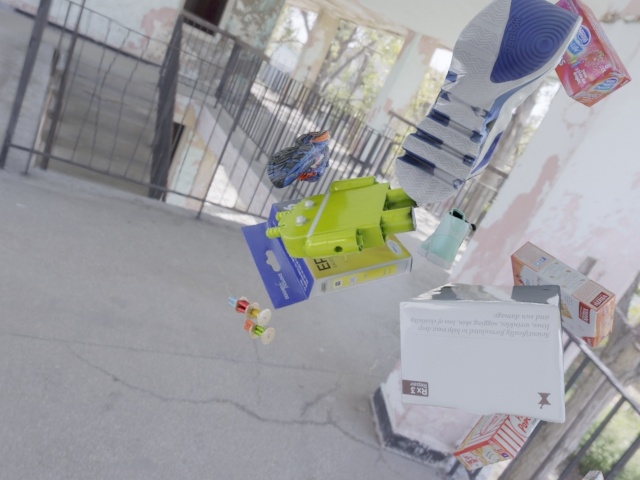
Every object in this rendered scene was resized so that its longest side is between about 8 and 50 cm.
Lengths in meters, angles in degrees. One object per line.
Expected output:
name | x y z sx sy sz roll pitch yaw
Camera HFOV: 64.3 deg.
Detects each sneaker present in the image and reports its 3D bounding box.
sneaker | -0.029 -0.150 1.010 0.083 0.087 0.221 -4 26 30
sneaker | 0.334 -0.007 1.343 0.094 0.151 0.256 27 4 2
sneaker | 0.228 -0.195 0.760 0.127 0.315 0.182 36 11 12

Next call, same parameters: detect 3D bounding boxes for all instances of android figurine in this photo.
android figurine | 0.037 -0.042 0.913 0.273 0.056 0.248 -6 30 20

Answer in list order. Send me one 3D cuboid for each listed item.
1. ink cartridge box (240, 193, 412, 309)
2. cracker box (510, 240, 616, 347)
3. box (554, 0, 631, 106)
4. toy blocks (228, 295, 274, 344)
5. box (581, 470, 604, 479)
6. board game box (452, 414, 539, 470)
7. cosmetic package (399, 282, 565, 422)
ink cartridge box | 0.000 0.000 1.156 0.307 0.072 0.303 -11 39 -18
cracker box | 0.557 0.123 1.184 0.232 0.067 0.156 42 -14 44
box | 0.679 -0.497 1.333 0.128 0.122 0.257 5 61 -40
toy blocks | -0.207 0.225 1.487 0.148 0.123 0.054 20 40 37
box | 0.573 0.553 1.069 0.137 0.027 0.094 0 72 -46
board game box | 0.328 0.334 0.916 0.045 0.193 0.147 42 63 16
cosmetic package | 0.282 0.157 0.836 0.217 0.156 0.385 -1 -2 23
